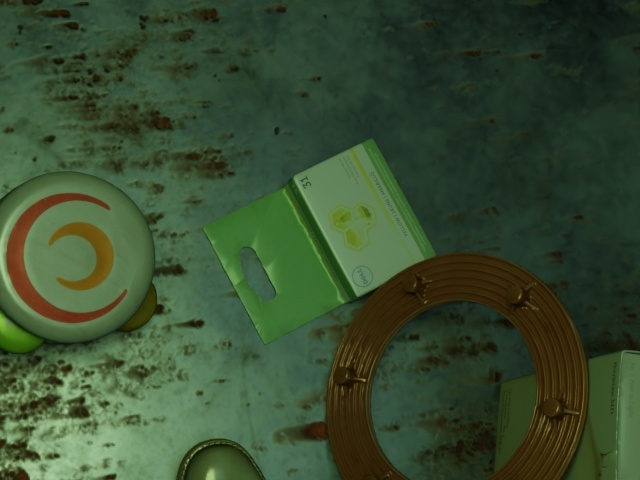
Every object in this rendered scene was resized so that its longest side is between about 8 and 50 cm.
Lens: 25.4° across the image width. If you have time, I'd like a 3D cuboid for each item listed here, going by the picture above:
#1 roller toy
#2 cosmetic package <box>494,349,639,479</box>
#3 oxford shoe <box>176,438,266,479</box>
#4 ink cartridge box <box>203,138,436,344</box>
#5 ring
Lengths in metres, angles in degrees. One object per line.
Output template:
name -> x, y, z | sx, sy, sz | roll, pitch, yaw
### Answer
roller toy -> -0.291, 0.022, 1.609 | 0.209, 0.146, 0.191 | -10, 89, -23
cosmetic package -> 0.315, 0.227, 1.634 | 0.113, 0.309, 0.160 | 10, 74, -15
oxford shoe -> -0.067, 0.411, 1.577 | 0.141, 0.146, 0.396 | -13, 81, -17
ink cartridge box -> 0.000, 0.000, 1.741 | 0.235, 0.056, 0.171 | -27, 86, -21
ring -> 0.144, 0.174, 1.626 | 0.032, 0.337, 0.336 | 24, 66, -52
